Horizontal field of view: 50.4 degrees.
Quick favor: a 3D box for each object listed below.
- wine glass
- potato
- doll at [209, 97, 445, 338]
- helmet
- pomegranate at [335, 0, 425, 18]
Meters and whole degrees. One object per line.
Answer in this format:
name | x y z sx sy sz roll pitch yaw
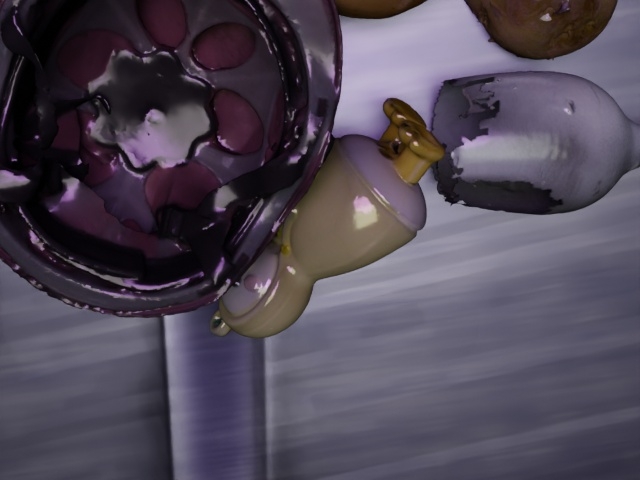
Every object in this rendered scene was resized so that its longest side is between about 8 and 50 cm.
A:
wine glass | 0.266 -0.093 0.633 0.321 0.143 0.143 -2 105 1
potato | 0.189 -0.225 0.616 0.172 0.089 0.101 23 106 -9
doll | -0.008 -0.006 0.649 0.296 0.141 0.117 -39 130 12
helmet | -0.136 -0.111 0.583 0.271 0.197 0.338 22 101 -14
pomegranate | 0.040 -0.290 0.534 0.215 0.215 0.215 0 105 -1
